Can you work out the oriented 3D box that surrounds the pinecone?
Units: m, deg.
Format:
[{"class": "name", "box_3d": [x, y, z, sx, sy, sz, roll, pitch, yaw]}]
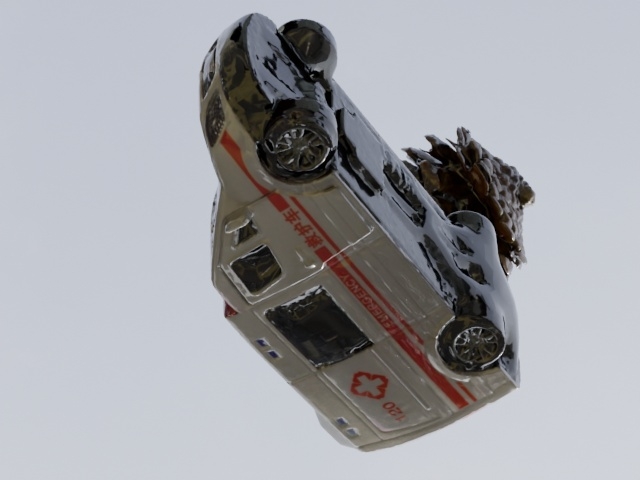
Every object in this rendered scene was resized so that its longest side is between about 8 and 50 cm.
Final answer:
[{"class": "pinecone", "box_3d": [0.111, -0.016, 1.397, 0.174, 0.173, 0.173, -3, -98, 27]}]

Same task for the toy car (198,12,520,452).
[{"class": "toy car", "box_3d": [0.000, 0.000, 0.683, 0.108, 0.209, 0.089, -29, -149, 22]}]
